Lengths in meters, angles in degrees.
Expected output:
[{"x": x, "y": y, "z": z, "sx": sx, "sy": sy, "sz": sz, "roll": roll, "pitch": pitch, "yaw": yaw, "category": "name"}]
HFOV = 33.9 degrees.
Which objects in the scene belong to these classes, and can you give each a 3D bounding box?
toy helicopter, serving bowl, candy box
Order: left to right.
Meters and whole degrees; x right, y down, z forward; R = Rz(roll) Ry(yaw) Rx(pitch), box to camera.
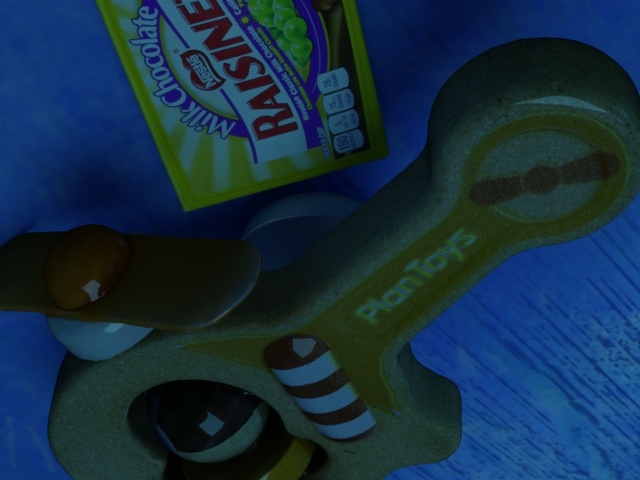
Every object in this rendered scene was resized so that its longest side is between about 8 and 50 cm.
[{"x": -0.040, "y": -0.104, "z": 0.439, "sx": 0.105, "sy": 0.027, "sz": 0.206, "roll": -14, "pitch": 133, "yaw": 4, "category": "candy box"}, {"x": -0.012, "y": 0.030, "z": 0.476, "sx": 0.235, "sy": 0.140, "sz": 0.355, "roll": 31, "pitch": 129, "yaw": -21, "category": "toy helicopter"}, {"x": 0.000, "y": 0.000, "z": 0.536, "sx": 0.083, "sy": 0.027, "sz": 0.083, "roll": 3, "pitch": 146, "yaw": 2, "category": "serving bowl"}]
